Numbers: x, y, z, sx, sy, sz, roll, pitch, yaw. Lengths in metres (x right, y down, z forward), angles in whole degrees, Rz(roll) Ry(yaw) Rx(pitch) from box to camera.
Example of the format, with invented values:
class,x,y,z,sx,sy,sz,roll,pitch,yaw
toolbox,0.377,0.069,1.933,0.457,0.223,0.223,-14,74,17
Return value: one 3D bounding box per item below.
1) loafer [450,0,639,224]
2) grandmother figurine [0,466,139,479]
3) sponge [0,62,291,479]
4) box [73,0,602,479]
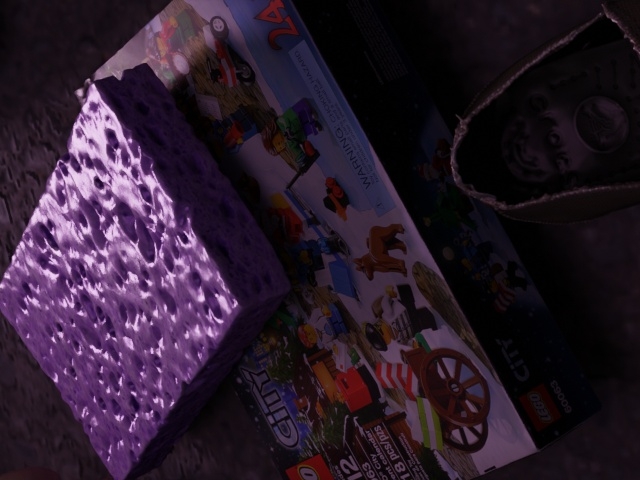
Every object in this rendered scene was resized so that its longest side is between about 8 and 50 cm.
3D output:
class,x,y,z,sx,sy,sz,roll,pitch,yaw
loafer,0.149,-0.057,0.677,0.251,0.087,0.094,-25,89,37
grandmother figurine,-0.078,0.276,0.864,0.104,0.208,0.342,-38,60,33
sponge,-0.086,0.023,0.854,0.117,0.031,0.210,56,148,13
box,0.000,0.000,0.805,0.159,0.044,0.233,-33,84,50
